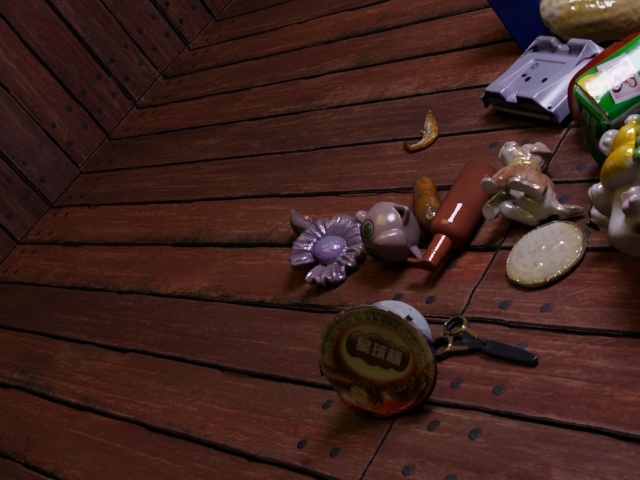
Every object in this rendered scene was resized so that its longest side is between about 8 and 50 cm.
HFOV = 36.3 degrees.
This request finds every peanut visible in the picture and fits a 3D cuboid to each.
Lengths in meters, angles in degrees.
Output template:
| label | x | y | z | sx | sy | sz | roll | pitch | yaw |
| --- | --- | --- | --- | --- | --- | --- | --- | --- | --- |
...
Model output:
| label | x | y | z | sx | sy | sz | roll | pitch | yaw |
| --- | --- | --- | --- | --- | --- | --- | --- | --- | --- |
| peanut | 0.561 | -0.463 | 2.000 | 0.224 | 0.129 | 0.129 | 7 | 50 | 28 |

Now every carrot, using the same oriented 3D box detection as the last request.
| label | x | y | z | sx | sy | sz | roll | pitch | yaw |
| --- | --- | --- | --- | --- | --- | --- | --- | --- | --- |
| carrot | 0.212 | -0.073 | 1.945 | 0.060 | 0.060 | 0.186 | -31 | 28 | 13 |

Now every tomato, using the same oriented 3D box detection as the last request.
| label | x | y | z | sx | sy | sz | roll | pitch | yaw |
| --- | --- | --- | --- | --- | --- | --- | --- | --- | --- |
| tomato | 0.541 | -0.310 | 1.792 | 0.225 | 0.085 | 0.225 | -37 | -3 | -2 |

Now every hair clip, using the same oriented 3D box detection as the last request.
| label | x | y | z | sx | sy | sz | roll | pitch | yaw |
| --- | --- | --- | --- | --- | --- | --- | --- | --- | --- |
| hair clip | -0.005 | -0.006 | 2.079 | 0.173 | 0.069 | 0.300 | -41 | 29 | -4 |

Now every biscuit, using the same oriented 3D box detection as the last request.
| label | x | y | z | sx | sy | sz | roll | pitch | yaw |
| --- | --- | --- | --- | --- | --- | --- | --- | --- | --- |
| biscuit | 0.382 | 0.021 | 1.657 | 0.152 | 0.020 | 0.152 | -28 | 31 | 19 |

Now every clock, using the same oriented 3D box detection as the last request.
| label | x | y | z | sx | sy | sz | roll | pitch | yaw |
| --- | --- | --- | --- | --- | --- | --- | --- | --- | --- |
| clock | 0.461 | -0.329 | 1.995 | 0.186 | 0.083 | 0.253 | -46 | 30 | -11 |

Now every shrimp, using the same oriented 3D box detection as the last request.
| label | x | y | z | sx | sy | sz | roll | pitch | yaw |
| --- | --- | --- | --- | --- | --- | --- | --- | --- | --- |
| shrimp | 0.229 | -0.249 | 2.203 | 0.091 | 0.025 | 0.127 | -21 | 37 | 32 |

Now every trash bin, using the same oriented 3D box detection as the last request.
| label | x | y | z | sx | sy | sz | roll | pitch | yaw |
| --- | --- | --- | --- | --- | --- | --- | --- | --- | --- |
| trash bin | 0.449 | -0.541 | 2.152 | 0.184 | 0.234 | 0.162 | -6 | 41 | 44 |

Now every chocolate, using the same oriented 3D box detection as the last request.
| label | x | y | z | sx | sy | sz | roll | pitch | yaw |
| --- | --- | --- | --- | --- | --- | --- | --- | --- | --- |
| chocolate | 0.114 | 0.181 | 1.619 | 0.221 | 0.221 | 0.147 | -21 | 6 | 28 |

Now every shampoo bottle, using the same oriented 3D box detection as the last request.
| label | x | y | z | sx | sy | sz | roll | pitch | yaw |
| --- | --- | --- | --- | --- | --- | --- | --- | --- | --- |
| shampoo bottle | 0.254 | -0.042 | 1.826 | 0.085 | 0.085 | 0.244 | 2 | 48 | 49 |

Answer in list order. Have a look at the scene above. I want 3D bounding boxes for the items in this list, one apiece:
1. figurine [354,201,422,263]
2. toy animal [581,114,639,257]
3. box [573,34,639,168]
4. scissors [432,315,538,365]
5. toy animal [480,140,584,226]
| label | x | y | z | sx | sy | sz | roll | pitch | yaw |
| --- | --- | --- | --- | --- | --- | --- | --- | --- | --- |
| figurine | 0.132 | -0.014 | 1.880 | 0.138 | 0.125 | 0.125 | 9 | 54 | 50 |
| toy animal | 0.503 | -0.049 | 1.422 | 0.183 | 0.247 | 0.310 | -52 | 12 | 10 |
| box | 0.517 | -0.222 | 1.615 | 0.180 | 0.250 | 0.103 | -37 | 64 | 3 |
| scissors | 0.267 | 0.172 | 1.580 | 0.088 | 0.017 | 0.220 | -50 | 32 | -20 |
| toy animal | 0.401 | -0.107 | 1.772 | 0.184 | 0.104 | 0.185 | 12 | 32 | 20 |
